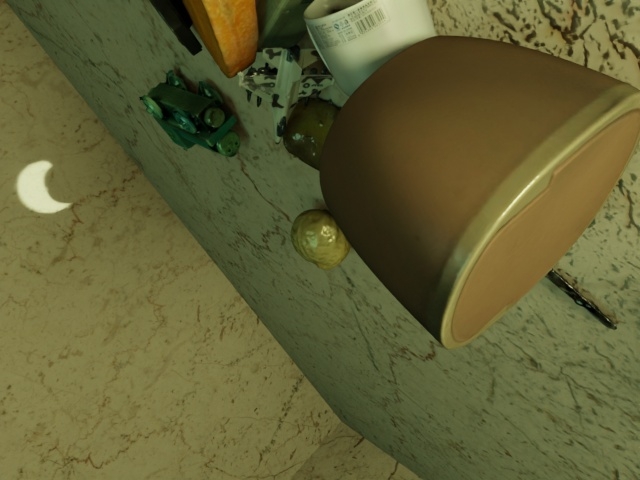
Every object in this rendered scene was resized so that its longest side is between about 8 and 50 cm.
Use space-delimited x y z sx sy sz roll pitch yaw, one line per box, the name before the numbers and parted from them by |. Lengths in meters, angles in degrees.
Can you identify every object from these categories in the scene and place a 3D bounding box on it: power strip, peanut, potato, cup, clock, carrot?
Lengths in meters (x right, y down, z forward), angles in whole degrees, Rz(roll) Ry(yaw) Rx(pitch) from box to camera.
power strip | -0.033 -0.330 0.719 0.272 0.078 0.052 -11 94 68
peanut | 0.000 0.000 1.238 0.140 0.109 0.159 20 145 52
potato | 0.000 -0.174 0.958 0.200 0.081 0.164 31 154 32
cup | 0.053 -0.230 0.638 0.173 0.134 0.142 -6 131 32
clock | -0.311 -0.478 0.942 0.279 0.049 0.273 54 -178 -11
carrot | -0.161 -0.380 0.763 0.307 0.100 0.258 79 166 -62

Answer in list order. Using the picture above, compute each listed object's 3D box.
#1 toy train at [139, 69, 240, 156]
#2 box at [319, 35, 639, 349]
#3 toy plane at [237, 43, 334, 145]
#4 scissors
toy train | -0.314 -0.299 1.311 0.298 0.120 0.194 29 161 41
box | 0.152 -0.061 0.565 0.216 0.301 0.301 41 160 30
toy plane | -0.059 -0.242 0.861 0.234 0.159 0.082 129 134 -69
scissors | 0.306 0.022 0.784 0.317 0.024 0.160 43 160 11
